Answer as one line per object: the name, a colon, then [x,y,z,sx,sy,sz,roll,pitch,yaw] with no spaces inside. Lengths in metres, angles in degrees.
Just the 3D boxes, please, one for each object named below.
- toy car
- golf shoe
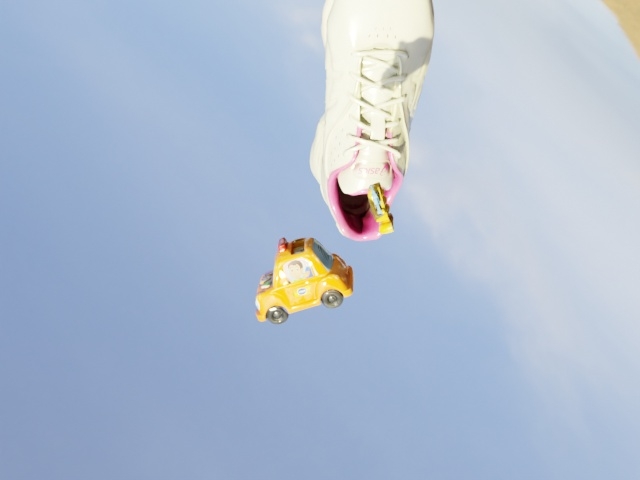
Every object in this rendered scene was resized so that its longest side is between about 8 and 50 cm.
toy car: [0.000,0.000,0.457,0.040,0.060,0.122,69,-152,-21]
golf shoe: [0.055,-0.129,0.764,0.115,0.306,0.140,-1,-133,-5]
